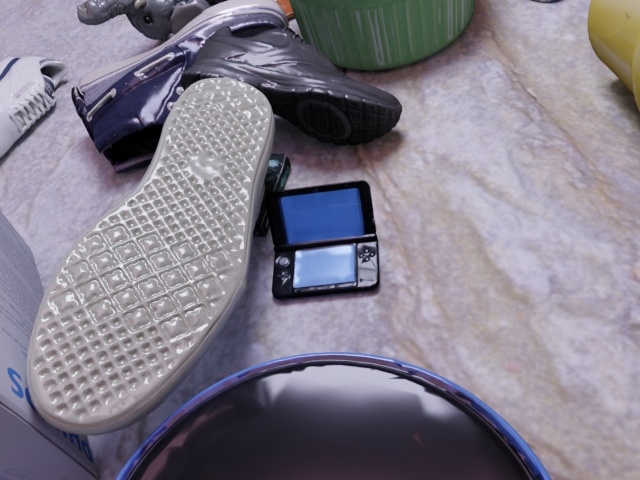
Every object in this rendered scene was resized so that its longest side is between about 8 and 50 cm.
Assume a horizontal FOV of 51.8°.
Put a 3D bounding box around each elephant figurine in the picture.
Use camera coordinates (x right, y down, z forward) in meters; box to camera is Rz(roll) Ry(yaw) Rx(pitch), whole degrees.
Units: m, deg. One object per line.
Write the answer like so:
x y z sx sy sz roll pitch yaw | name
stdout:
-0.240 -0.393 1.093 0.239 0.186 0.169 -45 12 10 | elephant figurine

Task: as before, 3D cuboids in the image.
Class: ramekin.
0.090 -0.393 0.994 0.304 0.148 0.303 -8 49 9 | ramekin

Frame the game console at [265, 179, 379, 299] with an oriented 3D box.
0.000 0.000 0.735 0.122 0.071 0.107 -7 49 10 | game console

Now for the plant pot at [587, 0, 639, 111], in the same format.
0.428 -0.230 0.716 0.254 0.253 0.239 -20 32 -2 | plant pot

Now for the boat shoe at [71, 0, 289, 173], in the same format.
-0.183 -0.216 0.951 0.341 0.127 0.158 -27 55 2 | boat shoe

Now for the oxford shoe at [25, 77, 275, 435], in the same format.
-0.151 0.005 0.695 0.169 0.130 0.449 18 49 -3 | oxford shoe

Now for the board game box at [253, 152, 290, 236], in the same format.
-0.142 -0.062 0.857 0.186 0.026 0.126 3 51 18 | board game box

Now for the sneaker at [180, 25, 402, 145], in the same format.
-0.030 -0.214 0.858 0.287 0.109 0.130 15 64 1 | sneaker

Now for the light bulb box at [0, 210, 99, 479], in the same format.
-0.462 0.138 0.641 0.358 0.225 0.361 -28 50 -10 | light bulb box

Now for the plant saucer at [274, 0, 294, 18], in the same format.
-0.066 -0.403 1.135 0.084 0.013 0.083 -7 50 9 | plant saucer

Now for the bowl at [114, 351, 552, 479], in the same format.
0.002 0.254 0.491 0.392 0.077 0.391 -5 47 5 | bowl

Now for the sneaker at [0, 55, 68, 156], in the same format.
-0.482 -0.218 1.050 0.095 0.090 0.235 1 52 4 | sneaker
